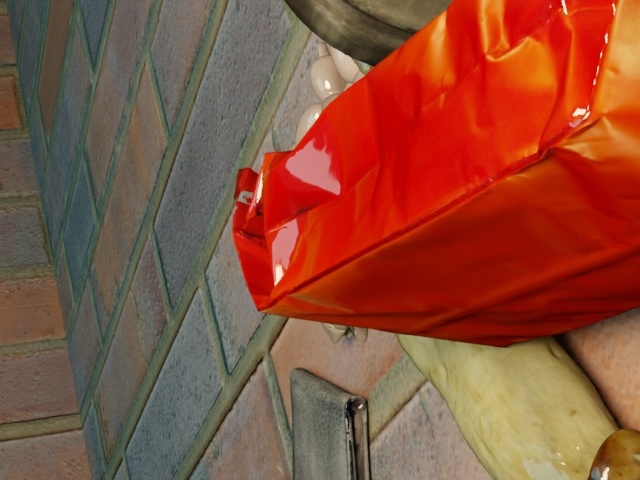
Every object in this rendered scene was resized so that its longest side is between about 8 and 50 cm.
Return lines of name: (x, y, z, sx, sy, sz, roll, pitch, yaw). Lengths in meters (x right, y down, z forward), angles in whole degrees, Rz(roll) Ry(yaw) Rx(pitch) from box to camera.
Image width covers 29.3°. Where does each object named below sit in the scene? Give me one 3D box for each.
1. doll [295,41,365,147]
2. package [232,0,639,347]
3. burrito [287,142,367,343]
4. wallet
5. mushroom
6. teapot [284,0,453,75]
doll: (0.028, -0.123, 1.074, 0.161, 0.059, 0.160, -132, 40, -57)
package: (0.105, -0.032, 0.657, 0.423, 0.196, 0.123, -29, 53, 57)
burrito: (0.000, 0.000, 1.178, 0.064, 0.064, 0.203, 132, 128, -62)
wallet: (0.010, 0.251, 1.249, 0.167, 0.036, 0.222, -169, 76, -68)
mushroom: (0.124, 0.095, 0.854, 0.333, 0.087, 0.107, -124, 36, -55)
teapot: (0.053, -0.248, 0.754, 0.239, 0.239, 0.322, 142, 116, -78)
